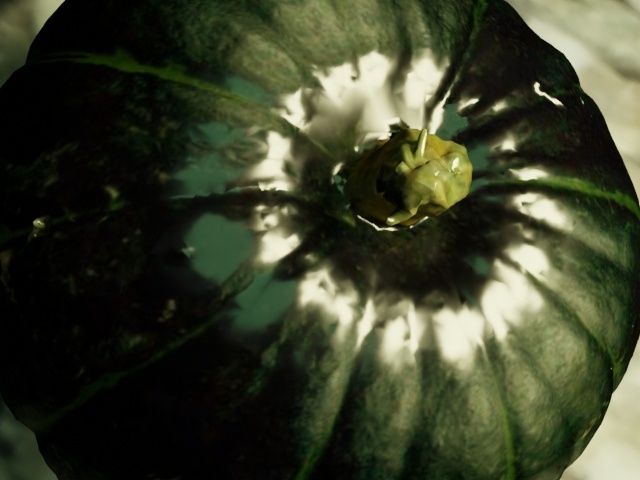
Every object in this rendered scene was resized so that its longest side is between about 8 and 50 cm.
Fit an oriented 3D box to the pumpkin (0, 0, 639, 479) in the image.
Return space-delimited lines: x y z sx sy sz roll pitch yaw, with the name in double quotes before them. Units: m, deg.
"pumpkin" 0.000 0.000 0.571 0.250 0.216 0.249 5 77 -22
